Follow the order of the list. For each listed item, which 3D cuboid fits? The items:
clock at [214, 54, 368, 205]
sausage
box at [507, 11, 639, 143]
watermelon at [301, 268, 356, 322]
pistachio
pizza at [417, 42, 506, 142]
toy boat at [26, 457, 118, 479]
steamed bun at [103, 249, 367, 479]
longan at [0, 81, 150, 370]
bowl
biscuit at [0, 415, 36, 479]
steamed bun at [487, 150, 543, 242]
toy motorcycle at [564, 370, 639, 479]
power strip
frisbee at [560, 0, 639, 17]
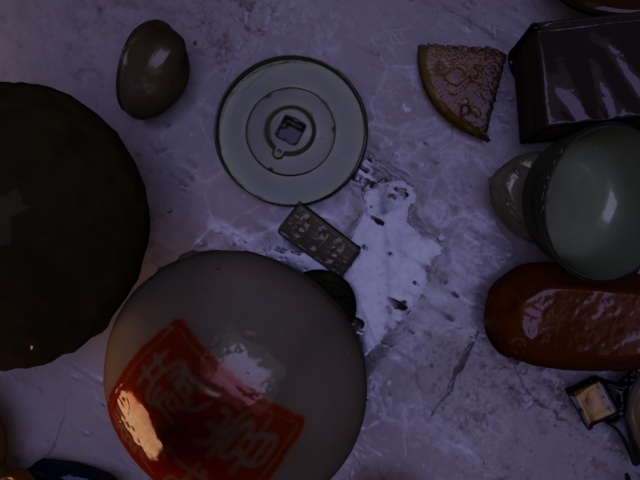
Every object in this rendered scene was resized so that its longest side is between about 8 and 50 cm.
[{"bbox_3d":[-0.045,-0.167,1.309,0.235,0.029,0.235,0,88,3],"label":"clock"},{"bbox_3d":[0.369,0.108,1.214,0.268,0.141,0.153,3,96,4],"label":"sausage"},{"bbox_3d":[0.411,-0.225,1.207,0.252,0.188,0.153,-4,87,1],"label":"box"},{"bbox_3d":[-0.013,0.095,1.264,0.133,0.105,0.105,-5,87,19],"label":"watermelon"},{"bbox_3d":[-0.253,-0.253,1.287,0.113,0.113,0.149,25,89,4],"label":"pistachio"},{"bbox_3d":[0.220,-0.242,1.290,0.178,0.041,0.131,43,94,4],"label":"pizza"},{"bbox_3d":[-0.392,0.486,1.293,0.220,0.067,0.291,13,91,5],"label":"toy boat"},{"bbox_3d":[-0.128,0.202,1.150,0.374,0.241,0.374,5,108,17],"label":"steamed bun"},{"bbox_3d":[-0.422,-0.022,1.154,0.391,0.391,0.391,0,88,4],"label":"longan"},{"bbox_3d":[0.360,-0.054,1.161,0.211,0.112,0.211,-2,97,-18],"label":"bowl"},{"bbox_3d":[-0.546,0.376,1.279,0.275,0.052,0.355,-17,84,18],"label":"biscuit"},{"bbox_3d":[0.307,-0.066,1.252,0.112,0.091,0.130,-36,102,-5],"label":"steamed bun"},{"bbox_3d":[0.479,0.307,1.233,0.157,0.091,0.263,-27,84,10],"label":"toy motorcycle"},{"bbox_3d":[0.000,0.000,1.287,0.123,0.032,0.056,37,101,-6],"label":"power strip"},{"bbox_3d":[0.438,-0.417,1.243,0.251,0.021,0.251,-3,61,5],"label":"frisbee"}]
